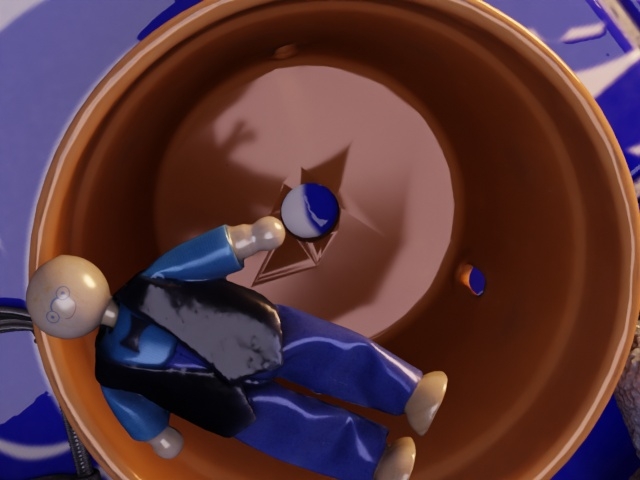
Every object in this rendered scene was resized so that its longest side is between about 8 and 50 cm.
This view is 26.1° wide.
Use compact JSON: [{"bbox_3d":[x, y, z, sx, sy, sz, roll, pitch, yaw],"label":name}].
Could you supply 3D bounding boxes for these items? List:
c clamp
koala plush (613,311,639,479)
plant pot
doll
[{"bbox_3d":[-0.171,0.109,0.845,0.137,0.022,0.161,-16,104,3],"label":"c clamp"},{"bbox_3d":[0.233,0.145,0.807,0.203,0.196,0.221,-3,98,-15],"label":"koala plush"},{"bbox_3d":[0.000,0.000,0.743,0.291,0.203,0.291,-1,102,-6],"label":"plant pot"},{"bbox_3d":[-0.040,0.049,0.622,0.189,0.046,0.129,20,108,-2],"label":"doll"}]
